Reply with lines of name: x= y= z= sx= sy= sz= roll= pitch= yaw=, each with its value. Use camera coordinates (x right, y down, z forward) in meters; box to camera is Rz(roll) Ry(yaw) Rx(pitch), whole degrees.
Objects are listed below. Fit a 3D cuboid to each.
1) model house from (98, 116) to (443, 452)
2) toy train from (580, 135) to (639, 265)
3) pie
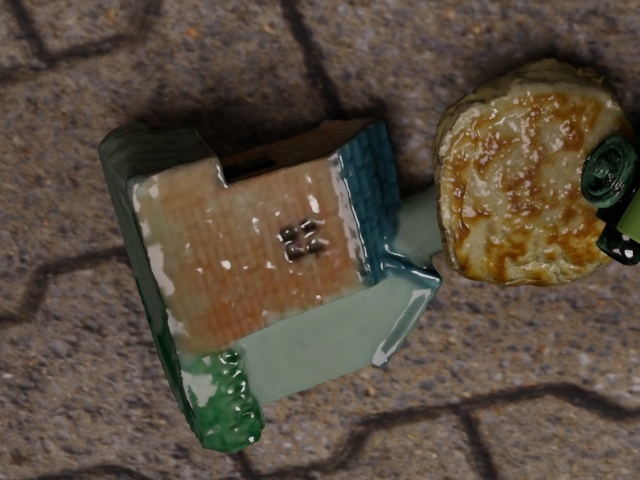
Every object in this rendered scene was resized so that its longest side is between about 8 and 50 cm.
model house: x=0.000 y=0.000 z=1.445 sx=0.325 sy=0.194 sz=0.267 roll=-17 pitch=111 yaw=-9
toy train: x=0.304 y=-0.085 z=1.249 sx=0.105 sy=0.157 sz=0.253 roll=28 pitch=96 yaw=-25
pie: x=0.178 y=-0.051 z=1.362 sx=0.179 sy=0.084 sz=0.205 roll=-13 pitch=117 yaw=-3
